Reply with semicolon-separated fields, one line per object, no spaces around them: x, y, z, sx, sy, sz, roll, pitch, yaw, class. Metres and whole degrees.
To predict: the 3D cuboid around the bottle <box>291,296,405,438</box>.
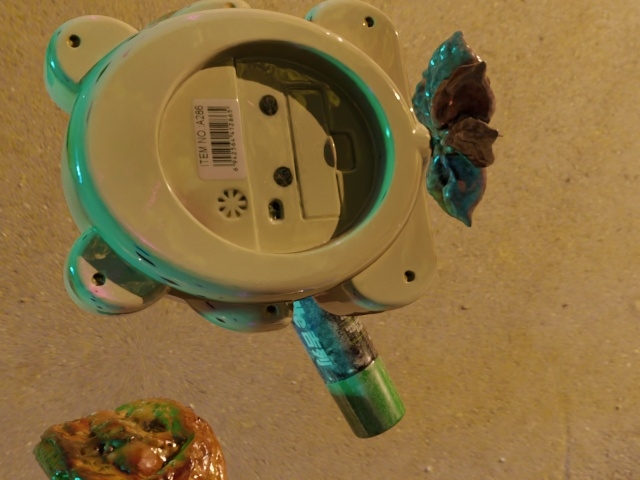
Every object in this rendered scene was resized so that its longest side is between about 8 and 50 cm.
0.012;0.123;1.128;0.093;0.093;0.330;-30;96;-15;bottle

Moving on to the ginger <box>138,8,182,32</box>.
-0.192;-0.218;0.996;0.221;0.275;0.130;-3;120;-26;ginger

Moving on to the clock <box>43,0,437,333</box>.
-0.061;-0.065;0.658;0.310;0.114;0.283;-5;83;-23;clock

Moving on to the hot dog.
-0.236;0.270;0.961;0.196;0.272;0.122;-12;111;-34;hot dog

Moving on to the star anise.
0.144;-0.126;0.856;0.073;0.212;0.196;-7;52;-5;star anise
